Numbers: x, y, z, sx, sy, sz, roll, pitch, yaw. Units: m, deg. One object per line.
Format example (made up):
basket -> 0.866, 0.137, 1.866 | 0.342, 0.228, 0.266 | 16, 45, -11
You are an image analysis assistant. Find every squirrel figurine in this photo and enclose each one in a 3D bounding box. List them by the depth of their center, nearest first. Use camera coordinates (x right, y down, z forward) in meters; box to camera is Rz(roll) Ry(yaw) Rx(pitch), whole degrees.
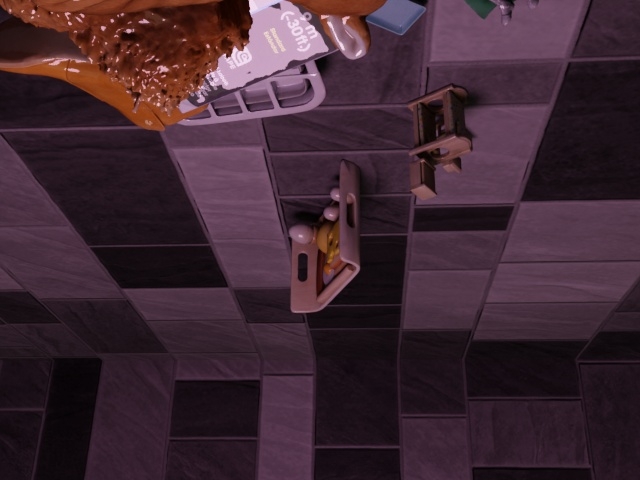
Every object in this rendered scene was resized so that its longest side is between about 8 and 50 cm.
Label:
squirrel figurine -> -0.108, -0.290, 0.712 | 0.370, 0.281, 0.397 | -1, 168, -40

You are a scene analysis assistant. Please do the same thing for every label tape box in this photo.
label tape box -> -0.079, -0.333, 0.899 | 0.347, 0.115, 0.249 | -17, 127, 20

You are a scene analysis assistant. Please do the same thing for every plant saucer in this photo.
plant saucer -> 0.057, -0.354, 1.084 | 0.192, 0.018, 0.067 | 15, 150, -25

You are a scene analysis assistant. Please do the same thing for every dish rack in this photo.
dish rack -> -0.157, -0.306, 1.129 | 0.285, 0.072, 0.333 | -5, 153, 13

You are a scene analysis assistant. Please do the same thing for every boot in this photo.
boot -> -0.329, -0.235, 1.101 | 0.295, 0.104, 0.211 | 0, 152, 20

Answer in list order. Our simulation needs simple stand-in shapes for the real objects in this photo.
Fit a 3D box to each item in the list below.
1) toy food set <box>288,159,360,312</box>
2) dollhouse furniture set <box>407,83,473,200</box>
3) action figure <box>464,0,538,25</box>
toy food set -> 0.000, 0.000, 1.572 | 0.092, 0.220, 0.306 | 9, 153, -17
dollhouse furniture set -> 0.238, -0.147, 1.308 | 0.101, 0.182, 0.161 | -19, 147, 34
action figure -> 0.193, -0.372, 1.002 | 0.232, 0.063, 0.137 | 23, 150, -30
